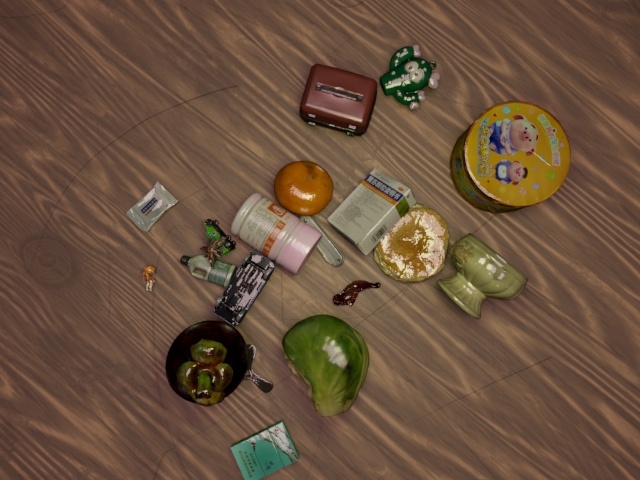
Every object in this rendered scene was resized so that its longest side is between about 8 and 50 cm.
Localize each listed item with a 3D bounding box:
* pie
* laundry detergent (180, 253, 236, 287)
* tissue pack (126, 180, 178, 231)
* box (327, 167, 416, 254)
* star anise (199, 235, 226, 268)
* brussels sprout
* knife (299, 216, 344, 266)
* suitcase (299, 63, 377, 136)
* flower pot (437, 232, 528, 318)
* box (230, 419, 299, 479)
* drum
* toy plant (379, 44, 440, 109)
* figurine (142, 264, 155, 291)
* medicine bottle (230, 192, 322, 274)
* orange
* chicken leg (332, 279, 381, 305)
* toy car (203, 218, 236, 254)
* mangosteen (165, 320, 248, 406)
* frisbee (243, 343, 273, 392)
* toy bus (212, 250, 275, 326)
[{"bbox_3d":[0.375,0.012,1.820,0.339,0.083,0.340,0,85,-3],"label":"pie"},{"bbox_3d":[-0.463,0.113,1.812,0.225,0.070,0.099,19,86,1],"label":"laundry detergent"},{"bbox_3d":[-0.704,-0.138,1.854,0.122,0.026,0.193,44,86,4],"label":"tissue pack"},{"bbox_3d":[0.202,-0.119,1.775,0.299,0.106,0.200,-46,53,-5],"label":"box"},{"bbox_3d":[-0.417,0.030,1.771,0.129,0.056,0.124,-45,65,14],"label":"star anise"},{"bbox_3d":[0.031,0.462,1.684,0.314,0.276,0.372,-23,86,1],"label":"brussels sprout"},{"bbox_3d":[0.002,-0.003,1.840,0.073,0.040,0.266,-38,86,14],"label":"knife"},{"bbox_3d":[0.075,-0.576,1.830,0.296,0.161,0.237,15,84,2],"label":"suitcase"},{"bbox_3d":[0.605,0.144,1.717,0.307,0.307,0.244,40,100,3],"label":"flower pot"},{"bbox_3d":[-0.220,0.840,1.765,0.229,0.041,0.162,-25,86,-2],"label":"box"},{"bbox_3d":[0.748,-0.321,1.787,0.430,0.214,0.432,0,86,0],"label":"drum"},{"bbox_3d":[0.376,-0.688,1.865,0.232,0.112,0.243,43,92,5],"label":"toy plant"},{"bbox_3d":[-0.703,0.156,1.822,0.064,0.047,0.109,2,91,23],"label":"figurine"},{"bbox_3d":[-0.173,-0.028,1.757,0.315,0.202,0.202,32,86,4],"label":"medicine bottle"},{"bbox_3d":[-0.069,-0.208,1.787,0.240,0.171,0.240,3,73,-8],"label":"orange"},{"bbox_3d":[0.145,0.207,1.820,0.205,0.053,0.093,-31,109,4],"label":"chicken leg"},{"bbox_3d":[-0.420,-0.017,1.826,0.062,0.071,0.165,-41,87,10],"label":"toy car"},{"bbox_3d":[-0.427,0.455,1.665,0.329,0.330,0.330,0,85,0],"label":"mangosteen"},{"bbox_3d":[-0.310,0.542,1.806,0.187,0.012,0.211,-22,86,-1],"label":"frisbee"},{"bbox_3d":[-0.295,0.189,1.777,0.125,0.133,0.292,32,88,8],"label":"toy bus"}]
